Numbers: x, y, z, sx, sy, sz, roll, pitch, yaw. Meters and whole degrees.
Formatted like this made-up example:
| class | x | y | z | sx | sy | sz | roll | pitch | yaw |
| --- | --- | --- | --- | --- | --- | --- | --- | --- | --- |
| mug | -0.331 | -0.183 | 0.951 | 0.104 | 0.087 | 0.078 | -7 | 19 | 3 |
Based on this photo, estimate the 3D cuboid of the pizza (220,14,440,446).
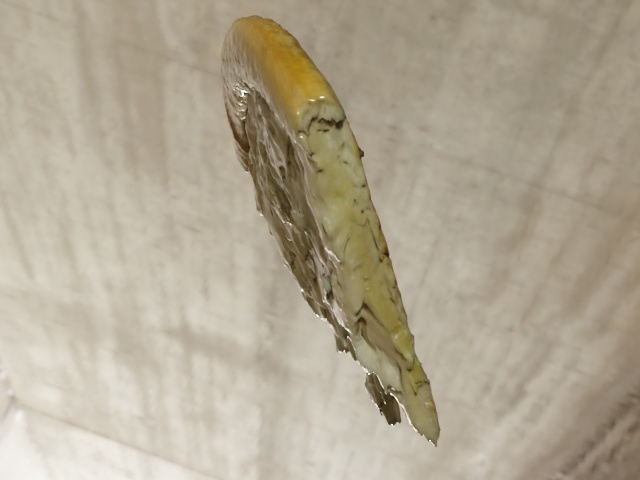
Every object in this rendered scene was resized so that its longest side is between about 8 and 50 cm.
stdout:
| class | x | y | z | sx | sy | sz | roll | pitch | yaw |
| --- | --- | --- | --- | --- | --- | --- | --- | --- | --- |
| pizza | 0.000 | 0.000 | 0.714 | 0.181 | 0.034 | 0.262 | 40 | 153 | 64 |
